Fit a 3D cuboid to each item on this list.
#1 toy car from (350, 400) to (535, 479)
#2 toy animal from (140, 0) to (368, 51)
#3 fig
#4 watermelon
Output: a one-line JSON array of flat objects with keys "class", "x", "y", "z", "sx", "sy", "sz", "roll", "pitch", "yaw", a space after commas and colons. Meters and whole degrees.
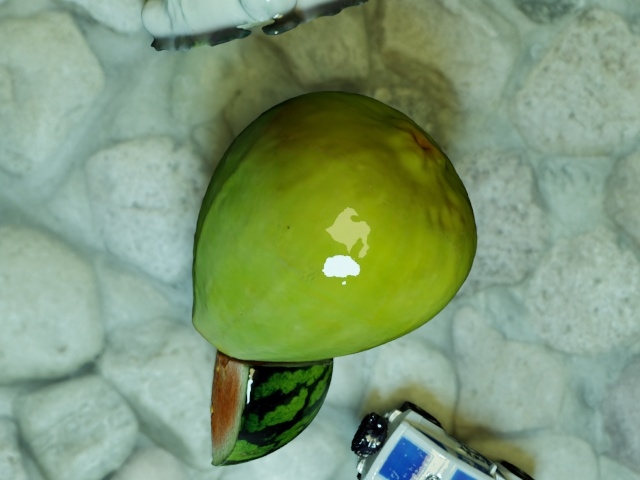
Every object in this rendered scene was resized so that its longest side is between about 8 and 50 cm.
[{"class": "toy car", "x": 0.102, "y": 0.200, "z": 1.428, "sx": 0.170, "sy": 0.070, "sz": 0.080, "roll": 32, "pitch": 95, "yaw": -13}, {"class": "toy animal", "x": -0.065, "y": -0.272, "z": 1.270, "sx": 0.249, "sy": 0.174, "sz": 0.289, "roll": -35, "pitch": 104, "yaw": -2}, {"class": "fig", "x": 0.003, "y": -0.009, "z": 1.320, "sx": 0.207, "sy": 0.230, "sz": 0.207, "roll": 17, "pitch": 59, "yaw": -32}, {"class": "watermelon", "x": -0.061, "y": 0.130, "z": 1.401, "sx": 0.094, "sy": 0.125, "sz": 0.135, "roll": 45, "pitch": 112, "yaw": 17}]
